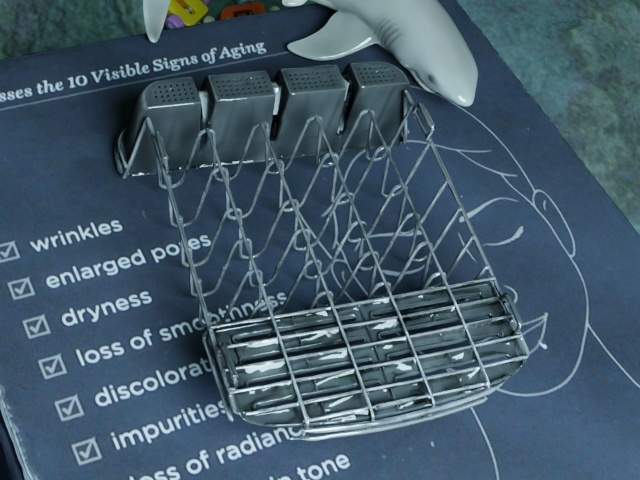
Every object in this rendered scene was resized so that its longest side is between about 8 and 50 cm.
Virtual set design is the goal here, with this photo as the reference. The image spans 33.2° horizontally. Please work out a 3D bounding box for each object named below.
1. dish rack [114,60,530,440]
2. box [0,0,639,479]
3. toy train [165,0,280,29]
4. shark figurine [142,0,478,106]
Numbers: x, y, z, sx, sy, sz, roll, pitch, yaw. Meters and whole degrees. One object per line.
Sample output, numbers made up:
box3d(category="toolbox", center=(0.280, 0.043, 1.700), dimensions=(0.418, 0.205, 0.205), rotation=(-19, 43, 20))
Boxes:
box3d(category="dish rack", center=(0.000, 0.000, 0.665), dimensions=(0.208, 0.074, 0.272), rotation=(-9, 57, -19))
box3d(category="box", center=(-0.022, 0.090, 0.817), dimensions=(0.479, 0.297, 0.472), rotation=(-15, 60, -25))
box3d(category="toy train", center=(-0.124, -0.267, 1.133), dimensions=(0.125, 0.046, 0.166), rotation=(-21, 80, -27))
box3d(category="shark figurine", center=(-0.002, -0.212, 0.807), dimensions=(0.278, 0.116, 0.166), rotation=(16, 48, -3))
